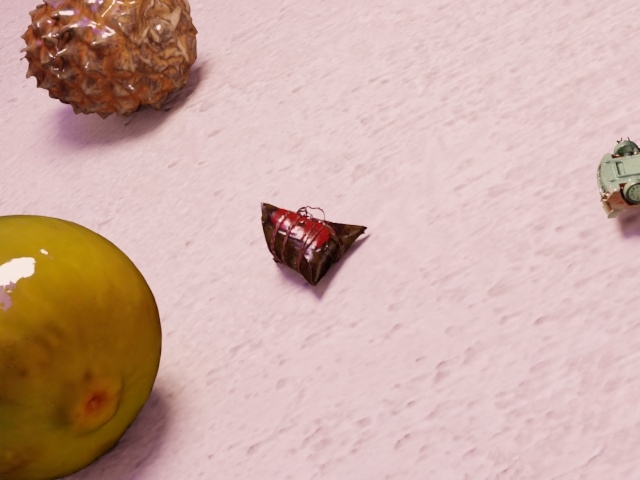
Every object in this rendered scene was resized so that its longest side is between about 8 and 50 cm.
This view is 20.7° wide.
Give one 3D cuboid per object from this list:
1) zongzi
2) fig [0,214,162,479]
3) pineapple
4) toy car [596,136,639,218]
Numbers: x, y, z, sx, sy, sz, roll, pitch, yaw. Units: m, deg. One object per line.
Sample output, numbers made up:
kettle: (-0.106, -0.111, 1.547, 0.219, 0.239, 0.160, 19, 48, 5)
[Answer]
zongzi: (0.000, 0.000, 1.411, 0.073, 0.067, 0.083, -31, 47, -22)
fig: (-0.234, 0.082, 1.344, 0.207, 0.207, 0.230, -48, 28, -26)
pineapple: (-0.227, -0.197, 1.777, 0.193, 0.166, 0.166, -5, 39, 41)
toy car: (0.260, -0.051, 1.257, 0.122, 0.035, 0.059, -8, 34, 5)
